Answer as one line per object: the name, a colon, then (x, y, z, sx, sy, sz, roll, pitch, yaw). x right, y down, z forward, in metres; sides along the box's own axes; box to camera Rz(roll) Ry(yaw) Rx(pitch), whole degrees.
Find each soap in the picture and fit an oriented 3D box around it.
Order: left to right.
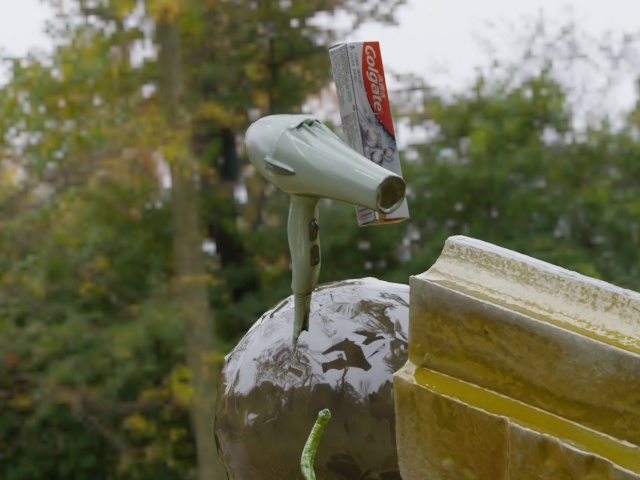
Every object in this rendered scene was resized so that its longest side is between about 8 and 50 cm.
soap: (0.216, 0.153, 1.514, 0.281, 0.259, 0.143, 19, 34, 35)

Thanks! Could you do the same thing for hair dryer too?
hair dryer: (0.019, -0.012, 1.804, 0.092, 0.267, 0.229, -20, 12, -34)

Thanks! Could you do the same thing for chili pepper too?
chili pepper: (-0.006, 0.218, 1.734, 0.017, 0.083, 0.030, 16, -1, -22)

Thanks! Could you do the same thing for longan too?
longan: (0.056, 0.229, 2.119, 0.391, 0.391, 0.391, -4, -7, -1)

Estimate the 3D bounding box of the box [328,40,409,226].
box: (0.057, -0.126, 1.926, 0.055, 0.218, 0.039, -5, -7, -34)
